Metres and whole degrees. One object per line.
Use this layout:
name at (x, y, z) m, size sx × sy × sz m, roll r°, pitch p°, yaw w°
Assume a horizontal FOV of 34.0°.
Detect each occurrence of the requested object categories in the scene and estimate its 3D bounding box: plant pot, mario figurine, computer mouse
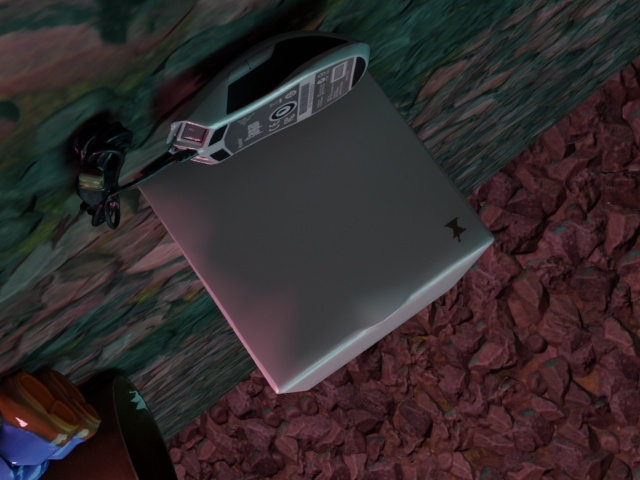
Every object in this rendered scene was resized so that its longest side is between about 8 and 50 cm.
plant pot at (-0.311, 0.309, 1.278) m, size 0.230 × 0.215 × 0.215 m, roll -23°, pitch 172°, yaw -1°
mario figurine at (-0.371, 0.242, 0.978) m, size 0.320 × 0.170 × 0.198 m, roll -47°, pitch 136°, yaw -2°
computer mouse at (-0.060, -0.076, 0.614) m, size 0.193 × 0.042 × 0.106 m, roll -29°, pitch 166°, yaw -12°

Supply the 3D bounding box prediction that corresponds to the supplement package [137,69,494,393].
supplement package at (0.000, 0.000, 0.818) m, size 0.177 × 0.175 × 0.293 m, roll -35°, pitch 172°, yaw -3°
